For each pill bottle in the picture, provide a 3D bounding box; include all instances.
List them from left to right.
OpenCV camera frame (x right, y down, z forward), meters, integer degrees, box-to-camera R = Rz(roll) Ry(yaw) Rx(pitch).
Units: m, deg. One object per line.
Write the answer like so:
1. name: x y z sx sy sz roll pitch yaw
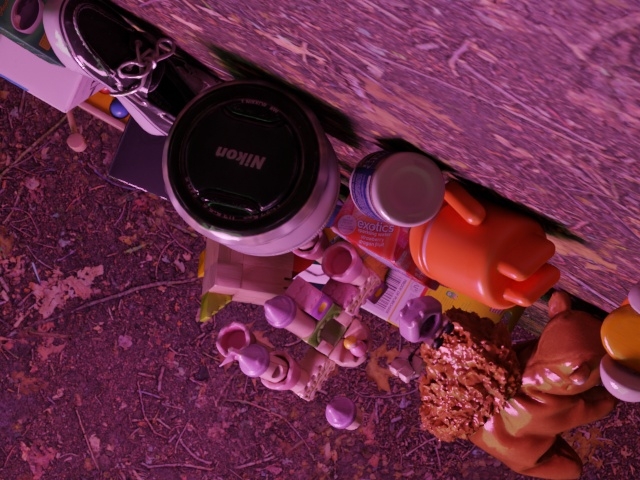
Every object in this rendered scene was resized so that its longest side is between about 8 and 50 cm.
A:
1. pill bottle: 0.091 -0.070 1.435 0.094 0.094 0.169 29 178 -14

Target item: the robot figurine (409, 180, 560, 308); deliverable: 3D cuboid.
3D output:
1. robot figurine: 0.204 0.008 1.433 0.158 0.128 0.219 22 -177 -44

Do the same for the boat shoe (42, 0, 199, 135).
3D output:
1. boat shoe: -0.264 -0.245 1.574 0.105 0.113 0.306 8 151 35

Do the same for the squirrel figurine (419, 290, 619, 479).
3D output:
1. squirrel figurine: 0.383 0.260 2.101 0.397 0.281 0.370 6 150 -13

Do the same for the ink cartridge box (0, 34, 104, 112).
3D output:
1. ink cartridge box: -0.430 -0.305 1.833 0.148 0.086 0.203 29 -155 -2

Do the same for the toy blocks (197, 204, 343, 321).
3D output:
1. toy blocks: -0.075 -0.025 2.095 0.261 0.381 0.191 9 163 -19

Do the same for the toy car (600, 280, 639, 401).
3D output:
1. toy car: 0.427 0.122 1.302 0.182 0.159 0.136 28 -148 21

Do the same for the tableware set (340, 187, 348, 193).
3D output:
1. tableware set: 0.005 -0.121 2.443 0.104 0.024 0.154 29 178 -9

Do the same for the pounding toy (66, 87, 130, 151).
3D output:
1. pounding toy: -0.431 -0.266 2.146 0.181 0.206 0.094 29 178 1

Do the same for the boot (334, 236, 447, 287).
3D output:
1. boot: 0.137 0.056 2.163 0.264 0.096 0.280 29 147 0

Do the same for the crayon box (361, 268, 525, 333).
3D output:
1. crayon box: 0.259 0.120 2.342 0.318 0.202 0.081 29 -174 -4

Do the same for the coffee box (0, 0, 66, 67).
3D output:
1. coffee box: -0.397 -0.324 1.503 0.040 0.113 0.184 20 175 36

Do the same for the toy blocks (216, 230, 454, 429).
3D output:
1. toy blocks: -0.007 0.133 1.835 0.309 0.288 0.260 34 177 33

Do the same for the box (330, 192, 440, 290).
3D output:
1. box: 0.134 -0.016 1.797 0.128 0.123 0.257 30 179 24

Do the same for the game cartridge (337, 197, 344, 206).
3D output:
1. game cartridge: -0.098 -0.148 2.385 0.230 0.068 0.355 41 173 -37

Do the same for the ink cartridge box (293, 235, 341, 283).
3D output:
1. ink cartridge box: 0.000 0.000 2.427 0.201 0.117 0.278 7 -165 -1

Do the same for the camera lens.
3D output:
1. camera lens: -0.087 -0.092 1.534 0.219 0.219 0.274 28 178 8

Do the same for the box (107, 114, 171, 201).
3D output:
1. box: -0.198 -0.144 1.869 0.270 0.165 0.143 22 -165 -8

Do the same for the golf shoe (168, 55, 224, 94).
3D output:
1. golf shoe: -0.195 -0.232 1.714 0.186 0.067 0.086 28 177 22
